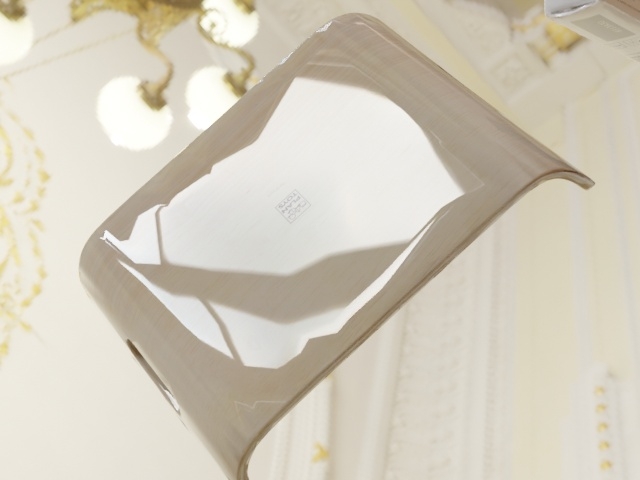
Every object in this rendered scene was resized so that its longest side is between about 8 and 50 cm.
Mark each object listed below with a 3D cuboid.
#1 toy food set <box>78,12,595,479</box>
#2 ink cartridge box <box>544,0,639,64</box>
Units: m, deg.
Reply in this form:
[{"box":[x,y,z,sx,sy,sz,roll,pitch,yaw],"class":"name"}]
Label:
[{"box":[0.000,0.000,0.802,0.220,0.306,0.092,45,177,37],"class":"toy food set"},{"box":[0.234,-0.255,0.888,0.181,0.056,0.224,11,-105,-46],"class":"ink cartridge box"}]
